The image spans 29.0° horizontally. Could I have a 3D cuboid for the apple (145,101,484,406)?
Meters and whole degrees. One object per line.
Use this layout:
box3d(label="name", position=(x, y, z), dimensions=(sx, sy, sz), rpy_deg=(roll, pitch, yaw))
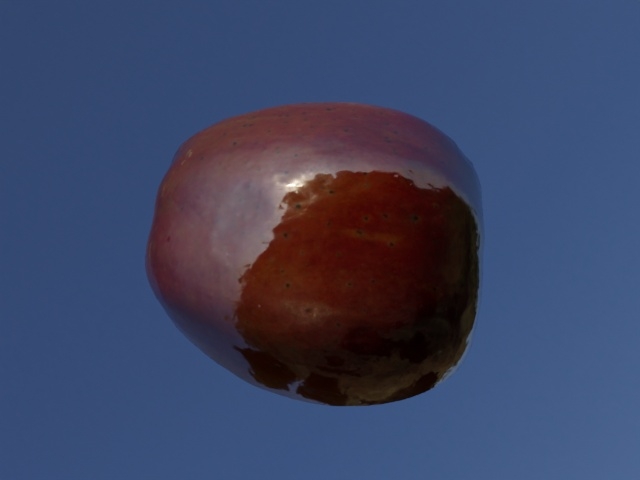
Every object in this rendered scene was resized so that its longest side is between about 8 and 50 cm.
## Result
box3d(label="apple", position=(0.000, 0.000, 1.328), dimensions=(0.329, 0.365, 0.295), rpy_deg=(-33, -51, -73))
